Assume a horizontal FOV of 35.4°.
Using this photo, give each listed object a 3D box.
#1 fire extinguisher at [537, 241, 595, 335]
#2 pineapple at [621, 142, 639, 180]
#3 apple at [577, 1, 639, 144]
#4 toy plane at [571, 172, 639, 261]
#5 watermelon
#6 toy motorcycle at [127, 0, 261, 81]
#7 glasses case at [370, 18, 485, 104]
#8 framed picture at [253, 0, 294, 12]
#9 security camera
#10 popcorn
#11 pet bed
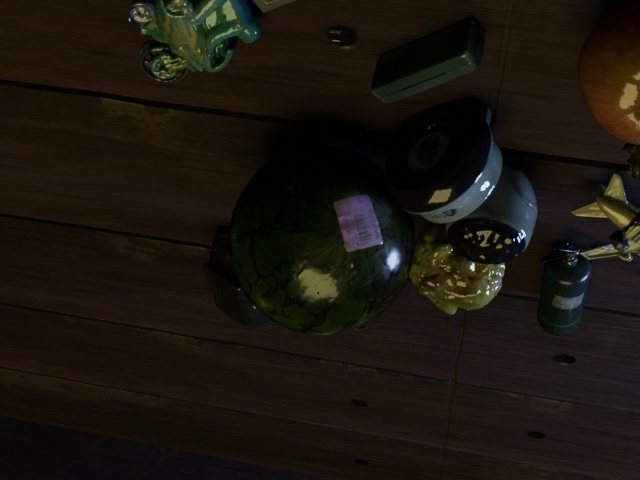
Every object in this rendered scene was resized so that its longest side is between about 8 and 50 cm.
[{"bbox_3d":[0.480,0.079,1.963,0.118,0.093,0.294,-15,147,-2],"label":"fire extinguisher"},{"bbox_3d":[0.590,-0.087,1.559,0.175,0.175,0.361,-9,143,34],"label":"pineapple"},{"bbox_3d":[0.456,-0.229,1.363,0.209,0.164,0.209,6,123,9],"label":"apple"},{"bbox_3d":[0.565,-0.018,1.735,0.244,0.092,0.229,34,128,-9],"label":"toy plane"},{"bbox_3d":[0.000,0.000,1.789,0.363,0.363,0.363,10,150,6],"label":"watermelon"},{"bbox_3d":[-0.189,-0.345,1.510,0.198,0.109,0.296,2,143,-1],"label":"toy motorcycle"},{"bbox_3d":[0.161,-0.269,1.519,0.184,0.078,0.039,-16,138,40],"label":"glasses case"},{"bbox_3d":[0.000,-0.439,1.316,0.335,0.022,0.247,-13,141,26],"label":"framed picture"},{"bbox_3d":[0.256,-0.077,1.694,0.197,0.191,0.277,-16,140,38],"label":"security camera"},{"bbox_3d":[0.265,0.044,1.916,0.185,0.167,0.187,-3,143,25],"label":"popcorn"},{"bbox_3d":[-0.149,0.092,2.172,0.183,0.159,0.211,7,149,10],"label":"pet bed"}]
